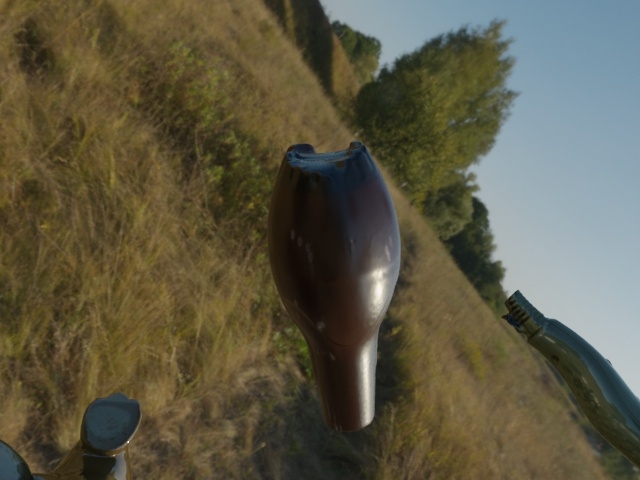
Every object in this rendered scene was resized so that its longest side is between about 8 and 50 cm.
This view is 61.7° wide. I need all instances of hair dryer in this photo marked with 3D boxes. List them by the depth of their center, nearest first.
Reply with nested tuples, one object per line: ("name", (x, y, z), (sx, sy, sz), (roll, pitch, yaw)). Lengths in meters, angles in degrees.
("hair dryer", (0.259, 0.122, 0.366), (0.088, 0.219, 0.224), (110, -31, -55))
("hair dryer", (0.000, 0.000, 0.623), (0.340, 0.123, 0.312), (-107, -170, -57))

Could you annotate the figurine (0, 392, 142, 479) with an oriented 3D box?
("figurine", (-0.177, 0.279, 0.431), (0.173, 0.247, 0.177), (23, 15, 32))
